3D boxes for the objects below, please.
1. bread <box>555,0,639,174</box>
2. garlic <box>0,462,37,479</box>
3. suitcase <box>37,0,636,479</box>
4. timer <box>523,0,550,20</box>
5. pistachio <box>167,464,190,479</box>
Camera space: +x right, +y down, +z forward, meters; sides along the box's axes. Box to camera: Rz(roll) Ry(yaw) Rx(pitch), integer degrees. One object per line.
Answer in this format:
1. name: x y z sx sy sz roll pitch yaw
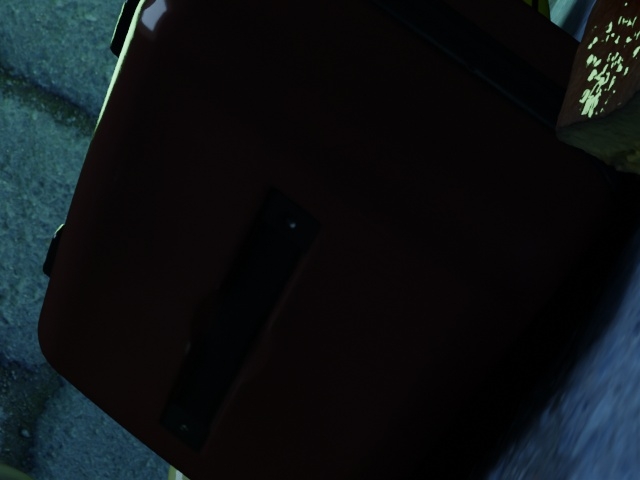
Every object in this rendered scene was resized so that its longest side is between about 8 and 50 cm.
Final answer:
1. bread: 0.126 -0.066 0.416 0.119 0.067 0.192 -51 11 50
2. garlic: -0.126 0.230 0.626 0.245 0.253 0.245 -32 45 40
3. suitcase: 0.000 0.000 0.697 0.161 0.236 0.297 -48 -10 -42
4. timer: 0.101 -0.178 1.328 0.285 0.285 0.285 -63 0 1
5. pistachio: -0.051 0.185 1.271 0.215 0.144 0.144 -47 -11 -43
